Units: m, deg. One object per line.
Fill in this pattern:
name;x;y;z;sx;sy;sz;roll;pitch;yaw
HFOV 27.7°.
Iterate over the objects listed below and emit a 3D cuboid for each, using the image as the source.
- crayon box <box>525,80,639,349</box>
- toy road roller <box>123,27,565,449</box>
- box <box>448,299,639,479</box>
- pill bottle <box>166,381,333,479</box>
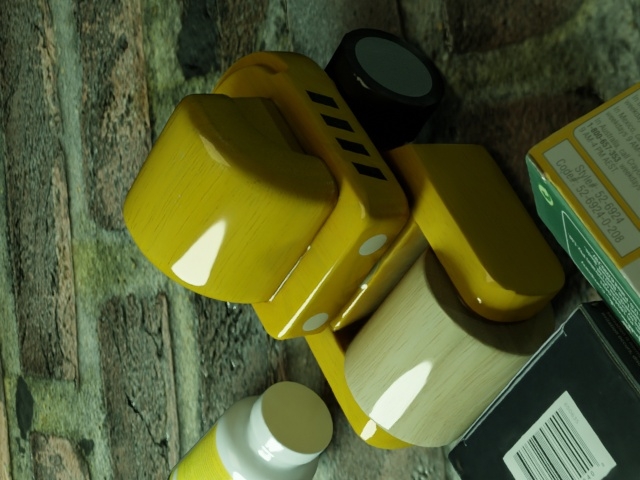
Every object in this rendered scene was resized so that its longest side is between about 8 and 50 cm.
crayon box;0.298;-0.039;0.666;0.323;0.083;0.203;-32;61;0
toy road roller;0.000;0.000;1.003;0.329;0.241;0.202;59;134;27
box;0.211;0.114;0.790;0.108;0.207;0.153;58;133;29
pill bottle;-0.065;0.209;1.213;0.184;0.103;0.103;-49;58;42
